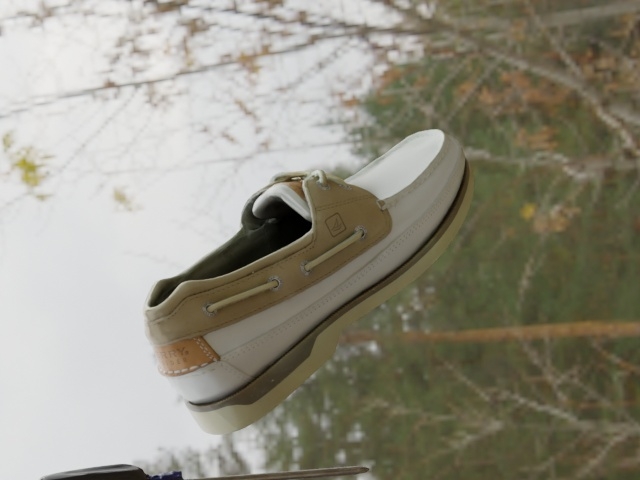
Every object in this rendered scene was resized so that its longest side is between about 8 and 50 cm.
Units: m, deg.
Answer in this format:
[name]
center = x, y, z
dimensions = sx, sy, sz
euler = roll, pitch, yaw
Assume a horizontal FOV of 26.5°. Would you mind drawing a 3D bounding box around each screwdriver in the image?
[screwdriver]
center = -0.054, 0.114, 0.659
dimensions = 0.025, 0.169, 0.024
euler = 59, 142, 41

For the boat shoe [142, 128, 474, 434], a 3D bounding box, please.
[boat shoe]
center = 0.000, 0.000, 0.960
dimensions = 0.302, 0.113, 0.103
euler = -45, -67, -34
